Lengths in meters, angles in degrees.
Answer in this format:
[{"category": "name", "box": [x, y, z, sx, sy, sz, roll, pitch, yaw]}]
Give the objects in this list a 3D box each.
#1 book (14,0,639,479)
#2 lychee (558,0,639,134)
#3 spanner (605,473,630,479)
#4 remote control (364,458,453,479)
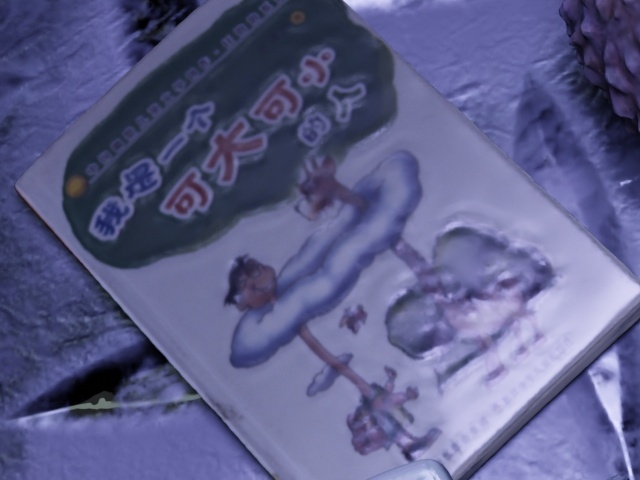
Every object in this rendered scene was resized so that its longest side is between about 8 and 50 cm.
[{"category": "book", "box": [0.000, 0.000, 1.260, 0.260, 0.043, 0.371, -43, 69, -4]}, {"category": "lychee", "box": [0.286, -0.157, 1.124, 0.300, 0.300, 0.300, -4, 70, 11]}, {"category": "spanner", "box": [0.172, 0.289, 1.135, 0.071, 0.017, 0.302, 7, 73, 15]}, {"category": "remote control", "box": [0.089, 0.301, 1.108, 0.145, 0.050, 0.344, -30, 69, 2]}]
